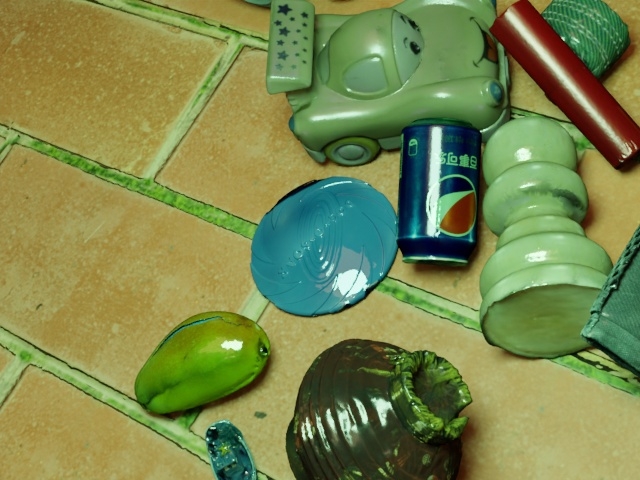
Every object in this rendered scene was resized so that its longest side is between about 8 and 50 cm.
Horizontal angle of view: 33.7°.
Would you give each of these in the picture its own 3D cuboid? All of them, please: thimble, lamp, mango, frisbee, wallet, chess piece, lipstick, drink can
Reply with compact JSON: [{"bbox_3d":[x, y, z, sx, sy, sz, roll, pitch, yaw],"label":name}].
[{"bbox_3d":[0.383,-0.302,1.571,0.090,0.118,0.135,-46,57,-9],"label":"thimble"},{"bbox_3d":[0.077,0.234,1.317,0.247,0.247,0.247,-10,58,17],"label":"lamp"},{"bbox_3d":[-0.181,0.177,1.533,0.233,0.111,0.125,-24,40,23],"label":"mango"},{"bbox_3d":[0.000,0.000,1.601,0.242,0.045,0.242,-10,57,16],"label":"frisbee"},{"bbox_3d":[0.485,0.043,1.296,0.237,0.075,0.342,36,74,-5],"label":"wallet"},{"bbox_3d":[0.294,-0.025,1.430,0.182,0.182,0.330,-12,51,16],"label":"chess piece"},{"bbox_3d":[0.355,-0.220,1.500,0.073,0.073,0.279,-38,79,-2],"label":"lipstick"},{"bbox_3d":[0.167,-0.067,1.496,0.118,0.118,0.204,1,86,23],"label":"drink can"}]

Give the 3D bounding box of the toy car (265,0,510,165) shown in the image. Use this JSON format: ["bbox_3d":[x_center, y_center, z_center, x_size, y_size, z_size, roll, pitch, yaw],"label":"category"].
[{"bbox_3d":[0.105,-0.273,1.605,0.336,0.226,0.242,-8,59,19],"label":"toy car"}]

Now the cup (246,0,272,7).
[{"bbox_3d":[-0.042,-0.546,1.842,0.357,0.259,0.274,32,76,2],"label":"cup"}]

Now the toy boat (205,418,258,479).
[{"bbox_3d":[-0.123,0.308,1.457,0.060,0.061,0.137,-28,55,5],"label":"toy boat"}]
